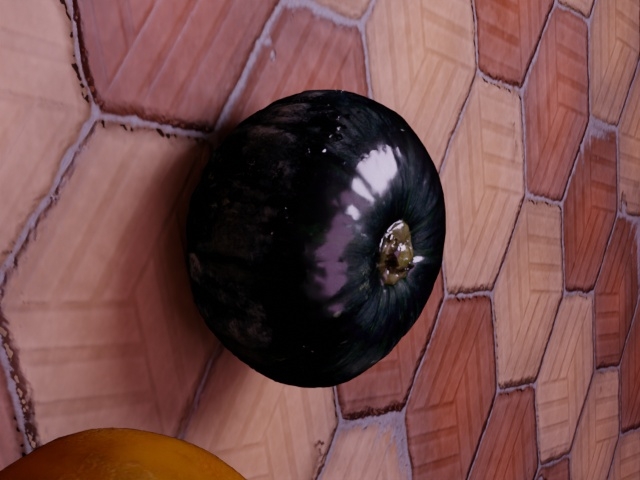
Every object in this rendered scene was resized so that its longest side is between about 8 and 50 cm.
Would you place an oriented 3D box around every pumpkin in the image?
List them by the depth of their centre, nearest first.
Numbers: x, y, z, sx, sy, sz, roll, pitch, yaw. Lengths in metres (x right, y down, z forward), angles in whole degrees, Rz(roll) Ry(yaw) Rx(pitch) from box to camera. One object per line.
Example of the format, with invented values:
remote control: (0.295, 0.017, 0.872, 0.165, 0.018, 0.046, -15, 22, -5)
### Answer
pumpkin: (0.000, 0.000, 0.967, 0.233, 0.163, 0.233, -20, 114, -56)

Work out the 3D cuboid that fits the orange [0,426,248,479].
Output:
orange: (-0.122, 0.232, 0.739, 0.240, 0.240, 0.240, -25, 119, -57)
